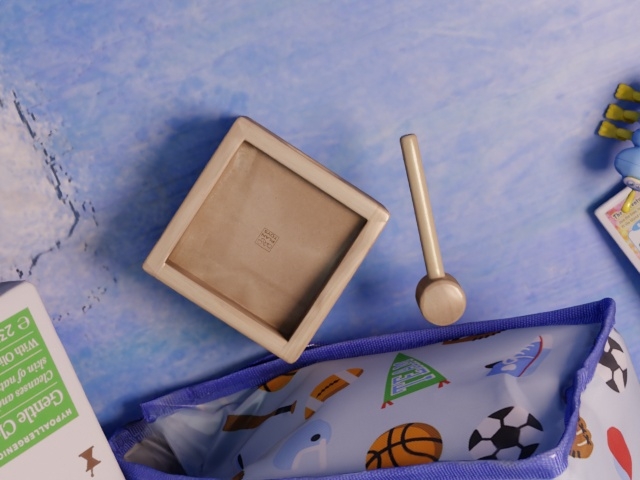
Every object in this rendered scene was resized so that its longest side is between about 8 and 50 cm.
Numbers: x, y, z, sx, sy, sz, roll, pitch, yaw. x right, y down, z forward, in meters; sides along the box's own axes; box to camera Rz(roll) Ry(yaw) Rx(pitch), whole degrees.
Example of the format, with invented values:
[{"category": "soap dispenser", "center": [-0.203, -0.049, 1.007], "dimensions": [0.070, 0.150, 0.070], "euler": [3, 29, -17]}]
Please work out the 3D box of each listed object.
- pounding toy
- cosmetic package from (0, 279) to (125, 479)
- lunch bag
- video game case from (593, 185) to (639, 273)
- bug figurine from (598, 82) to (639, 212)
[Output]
[{"category": "pounding toy", "center": [0.010, -0.005, 0.982], "dimensions": [0.206, 0.094, 0.181], "euler": [33, 94, -4]}, {"category": "cosmetic package", "center": [-0.233, 0.234, 0.951], "dimensions": [0.197, 0.155, 0.366], "euler": [-34, 106, -37]}, {"category": "lunch bag", "center": [0.060, 0.242, 0.969], "dimensions": [0.385, 0.239, 0.328], "euler": [-14, 108, 28]}, {"category": "video game case", "center": [0.312, -0.012, 1.022], "dimensions": [0.157, 0.019, 0.143], "euler": [-37, 85, 10]}, {"category": "bug figurine", "center": [0.347, -0.088, 0.962], "dimensions": [0.279, 0.072, 0.216], "euler": [20, 93, 14]}]
